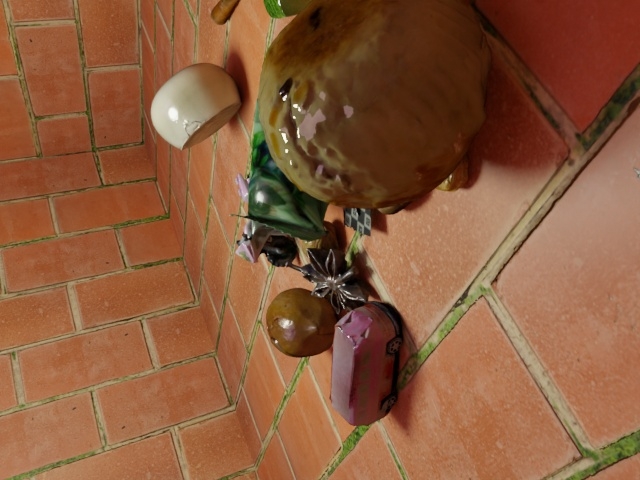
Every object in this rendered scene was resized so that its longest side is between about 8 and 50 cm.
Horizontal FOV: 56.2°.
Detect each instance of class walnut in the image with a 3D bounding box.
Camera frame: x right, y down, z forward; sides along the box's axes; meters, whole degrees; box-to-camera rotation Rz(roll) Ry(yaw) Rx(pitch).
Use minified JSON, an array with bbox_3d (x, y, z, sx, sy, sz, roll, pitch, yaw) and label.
[{"bbox_3d":[0.000,0.000,1.573,0.124,0.105,0.105,105,145,-58],"label":"walnut"},{"bbox_3d":[-0.057,0.236,1.699,0.298,0.203,0.203,166,91,-75],"label":"walnut"}]

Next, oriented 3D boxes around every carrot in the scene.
[{"bbox_3d":[-0.294,-0.758,1.921,0.210,0.061,0.061,-8,94,63],"label":"carrot"}]

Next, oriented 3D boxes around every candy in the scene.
[{"bbox_3d":[-0.077,-0.216,1.467,0.263,0.172,0.398,11,101,30],"label":"candy"}]

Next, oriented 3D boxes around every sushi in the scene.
[{"bbox_3d":[0.095,-0.114,1.379,0.139,0.031,0.201,-149,54,-60],"label":"sushi"}]

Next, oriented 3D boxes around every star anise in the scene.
[{"bbox_3d":[0.030,0.097,1.522,0.262,0.081,0.230,24,144,34],"label":"star anise"}]

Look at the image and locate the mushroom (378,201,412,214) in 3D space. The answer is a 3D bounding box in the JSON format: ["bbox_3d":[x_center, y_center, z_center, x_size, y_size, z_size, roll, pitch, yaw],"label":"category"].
[{"bbox_3d":[0.152,-0.111,1.196,0.094,0.072,0.210,63,154,10],"label":"mushroom"}]

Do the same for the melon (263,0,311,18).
[{"bbox_3d":[-0.019,-0.637,1.203,0.331,0.226,0.343,-55,-36,-61],"label":"melon"}]

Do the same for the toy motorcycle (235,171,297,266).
[{"bbox_3d":[-0.194,-0.066,1.866,0.143,0.188,0.327,142,113,-72],"label":"toy motorcycle"}]

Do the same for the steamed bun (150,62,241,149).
[{"bbox_3d":[-0.430,-0.466,2.036,0.206,0.324,0.324,51,157,-6],"label":"steamed bun"}]

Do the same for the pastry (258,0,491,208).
[{"bbox_3d":[0.089,-0.223,0.954,0.388,0.312,0.388,-25,47,30],"label":"pastry"}]

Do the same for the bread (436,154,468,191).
[{"bbox_3d":[0.220,-0.129,1.067,0.111,0.044,0.083,-150,48,-62],"label":"bread"}]

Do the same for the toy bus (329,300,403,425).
[{"bbox_3d":[0.106,0.297,1.429,0.127,0.147,0.302,40,138,47],"label":"toy bus"}]
